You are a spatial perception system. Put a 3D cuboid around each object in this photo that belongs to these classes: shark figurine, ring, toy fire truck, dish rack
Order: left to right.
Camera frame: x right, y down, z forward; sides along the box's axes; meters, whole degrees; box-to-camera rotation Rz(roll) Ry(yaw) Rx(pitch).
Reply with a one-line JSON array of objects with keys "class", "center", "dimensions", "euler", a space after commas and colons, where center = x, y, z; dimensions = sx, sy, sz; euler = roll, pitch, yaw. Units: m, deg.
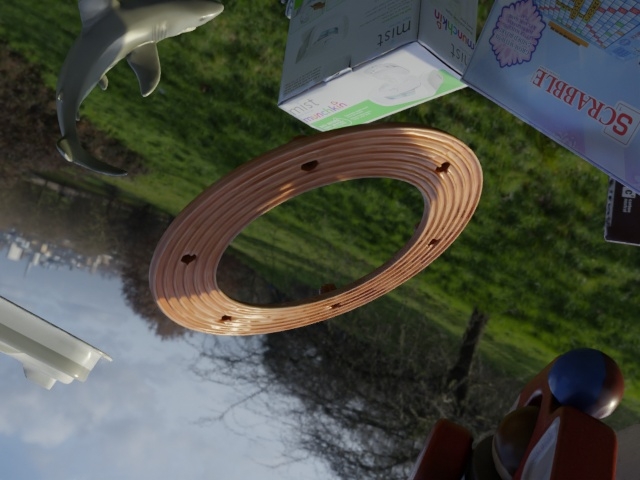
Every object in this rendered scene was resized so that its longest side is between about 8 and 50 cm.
[{"class": "dish rack", "center": [-0.430, 0.110, 0.792], "dimensions": [0.285, 0.072, 0.332], "euler": [35, 158, -18]}, {"class": "shark figurine", "center": [-0.246, -0.209, 0.664], "dimensions": [0.166, 0.278, 0.116], "euler": [23, 158, 9]}, {"class": "ring", "center": [0.000, 0.000, 0.598], "dimensions": [0.336, 0.032, 0.337], "euler": [-18, 151, -10]}, {"class": "toy fire truck", "center": [0.152, 0.213, 0.454], "dimensions": [0.169, 0.302, 0.254], "euler": [27, 131, 14]}]

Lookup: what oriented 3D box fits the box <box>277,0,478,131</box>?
[{"class": "box", "center": [0.076, -0.301, 0.842], "dimensions": [0.126, 0.231, 0.261], "euler": [20, 159, -39]}]

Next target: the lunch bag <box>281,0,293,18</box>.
[{"class": "lunch bag", "center": [0.110, -0.448, 1.166], "dimensions": [0.305, 0.256, 0.212], "euler": [35, 163, -3]}]

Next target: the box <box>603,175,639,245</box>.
[{"class": "box", "center": [0.464, -0.077, 0.720], "dimensions": [0.167, 0.169, 0.203], "euler": [10, -167, 43]}]

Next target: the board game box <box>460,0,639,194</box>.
[{"class": "board game box", "center": [0.283, -0.200, 0.444], "dimensions": [0.065, 0.318, 0.319], "euler": [-1, -144, -33]}]

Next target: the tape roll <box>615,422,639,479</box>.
[{"class": "tape roll", "center": [0.345, 0.284, 0.561], "dimensions": [0.072, 0.219, 0.219], "euler": [34, 163, -34]}]
